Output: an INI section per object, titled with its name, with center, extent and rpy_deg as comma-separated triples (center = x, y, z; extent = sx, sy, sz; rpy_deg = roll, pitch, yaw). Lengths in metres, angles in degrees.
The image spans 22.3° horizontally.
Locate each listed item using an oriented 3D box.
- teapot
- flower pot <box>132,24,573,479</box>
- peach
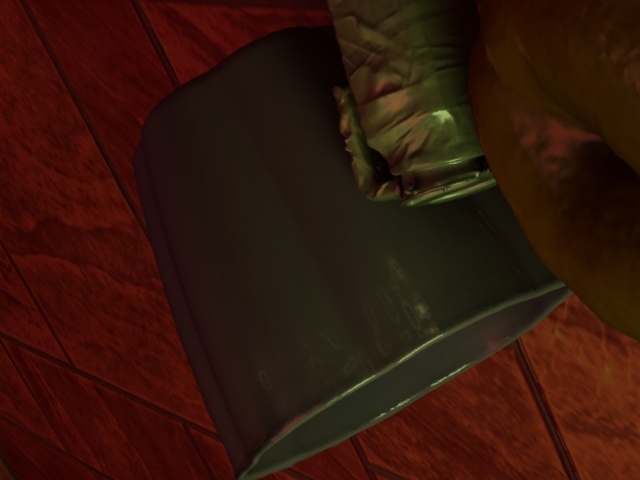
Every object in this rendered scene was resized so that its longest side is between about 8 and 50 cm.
[teapot]
center = 0.040, -0.116, 0.950
extent = 0.107, 0.077, 0.200
rpy_deg = -22, 80, 42
[flower pot]
center = 0.000, 0.000, 1.103
extent = 0.243, 0.265, 0.265
rpy_deg = 58, 158, 14
[peach]
center = 0.176, -0.061, 0.812
extent = 0.251, 0.153, 0.251
rpy_deg = 35, 146, 29
